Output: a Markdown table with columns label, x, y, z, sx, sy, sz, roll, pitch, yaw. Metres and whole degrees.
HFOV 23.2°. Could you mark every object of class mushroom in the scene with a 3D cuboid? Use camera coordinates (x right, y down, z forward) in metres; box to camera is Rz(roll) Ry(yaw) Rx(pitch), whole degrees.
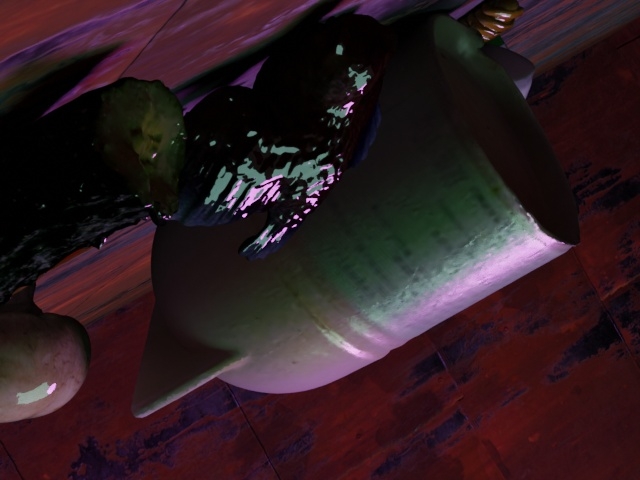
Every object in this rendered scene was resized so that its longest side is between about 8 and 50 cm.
| label | x | y | z | sx | sy | sz | roll | pitch | yaw |
| --- | --- | --- | --- | --- | --- | --- | --- | --- | --- |
| mushroom | -0.285 | 0.097 | 1.364 | 0.166 | 0.127 | 0.166 | -8 | 173 | -1 |

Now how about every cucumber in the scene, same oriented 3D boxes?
| label | x | y | z | sx | sy | sz | roll | pitch | yaw |
| --- | --- | --- | --- | --- | --- | --- | --- | --- | --- |
| cucumber | -0.180 | 0.001 | 0.818 | 0.072 | 0.081 | 0.303 | 28 | 142 | -35 |

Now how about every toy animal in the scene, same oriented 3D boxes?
| label | x | y | z | sx | sy | sz | roll | pitch | yaw |
| --- | --- | --- | --- | --- | --- | --- | --- | --- | --- |
| toy animal | -0.006 | -0.071 | 1.022 | 0.218 | 0.116 | 0.179 | -21 | 174 | -41 |

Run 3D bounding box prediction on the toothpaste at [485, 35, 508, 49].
| label | x | y | z | sx | sy | sz | roll | pitch | yaw |
| --- | --- | --- | --- | --- | --- | --- | --- | --- | --- |
| toothpaste | 0.110 | -0.163 | 1.895 | 0.267 | 0.050 | 0.065 | -30 | 178 | -7 |

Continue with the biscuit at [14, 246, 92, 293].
| label | x | y | z | sx | sy | sz | roll | pitch | yaw |
| --- | --- | --- | --- | --- | --- | --- | --- | --- | --- |
| biscuit | -0.227 | 0.017 | 1.068 | 0.273 | 0.049 | 0.257 | -28 | 179 | -25 |

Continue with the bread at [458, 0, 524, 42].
| label | x | y | z | sx | sy | sz | roll | pitch | yaw |
| --- | --- | --- | --- | --- | --- | --- | --- | --- | --- |
| bread | 0.156 | -0.207 | 1.498 | 0.049 | 0.033 | 0.088 | -22 | 174 | -40 |

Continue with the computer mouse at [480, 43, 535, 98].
| label | x | y | z | sx | sy | sz | roll | pitch | yaw |
| --- | --- | --- | --- | --- | --- | --- | --- | --- | --- |
| computer mouse | 0.102 | -0.149 | 1.570 | 0.231 | 0.079 | 0.128 | -12 | -163 | 8 |

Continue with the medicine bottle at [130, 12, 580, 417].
| label | x | y | z | sx | sy | sz | roll | pitch | yaw |
| --- | --- | --- | --- | --- | --- | --- | --- | --- | --- |
| medicine bottle | 0.000 | 0.000 | 1.389 | 0.406 | 0.235 | 0.236 | -31 | 179 | 22 |
